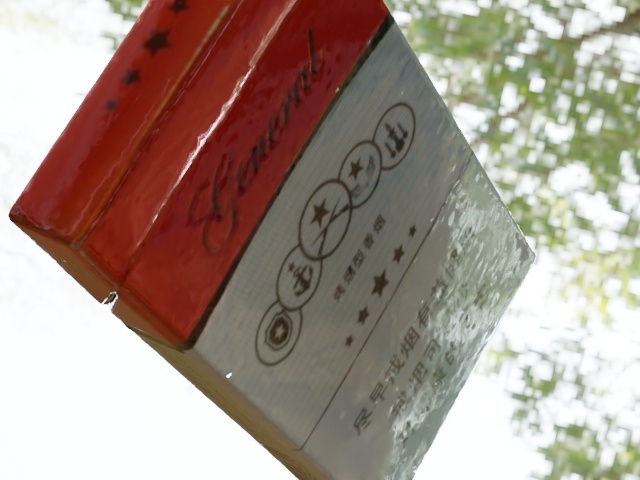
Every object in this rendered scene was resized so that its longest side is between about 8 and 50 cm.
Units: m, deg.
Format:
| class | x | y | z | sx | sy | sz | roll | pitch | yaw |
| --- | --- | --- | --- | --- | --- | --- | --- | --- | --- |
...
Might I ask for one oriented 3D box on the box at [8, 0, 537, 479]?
| class | x | y | z | sx | sy | sz | roll | pitch | yaw |
| --- | --- | --- | --- | --- | --- | --- | --- | --- | --- |
| box | 0.000 | 0.000 | 0.568 | 0.035 | 0.139 | 0.245 | 21 | 164 | 35 |
